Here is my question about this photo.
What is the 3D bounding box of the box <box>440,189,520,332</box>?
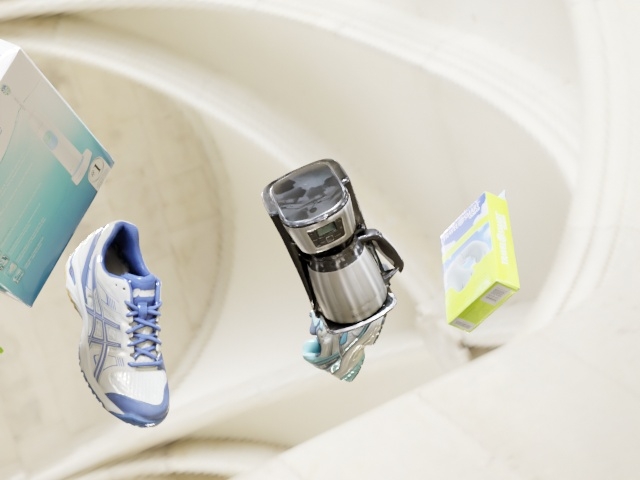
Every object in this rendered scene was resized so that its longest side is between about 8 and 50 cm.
[{"bbox_3d":[0.208,0.020,1.743,0.109,0.042,0.178,-47,-150,38],"label":"box"}]

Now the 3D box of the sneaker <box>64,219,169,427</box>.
[{"bbox_3d":[-0.269,0.109,1.812,0.131,0.111,0.297,-44,-119,39],"label":"sneaker"}]

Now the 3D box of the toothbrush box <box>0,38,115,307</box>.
[{"bbox_3d":[-0.383,-0.082,1.507,0.126,0.216,0.295,23,-14,19],"label":"toothbrush box"}]

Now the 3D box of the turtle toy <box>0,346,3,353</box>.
[{"bbox_3d":[-0.457,0.139,1.634,0.066,0.130,0.095,40,-57,56],"label":"turtle toy"}]

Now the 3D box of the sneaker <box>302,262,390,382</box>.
[{"bbox_3d":[0.043,0.146,2.378,0.110,0.122,0.283,-81,-169,-50],"label":"sneaker"}]

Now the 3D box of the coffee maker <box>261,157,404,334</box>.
[{"bbox_3d":[0.000,0.000,1.594,0.171,0.120,0.178,24,-36,49],"label":"coffee maker"}]
